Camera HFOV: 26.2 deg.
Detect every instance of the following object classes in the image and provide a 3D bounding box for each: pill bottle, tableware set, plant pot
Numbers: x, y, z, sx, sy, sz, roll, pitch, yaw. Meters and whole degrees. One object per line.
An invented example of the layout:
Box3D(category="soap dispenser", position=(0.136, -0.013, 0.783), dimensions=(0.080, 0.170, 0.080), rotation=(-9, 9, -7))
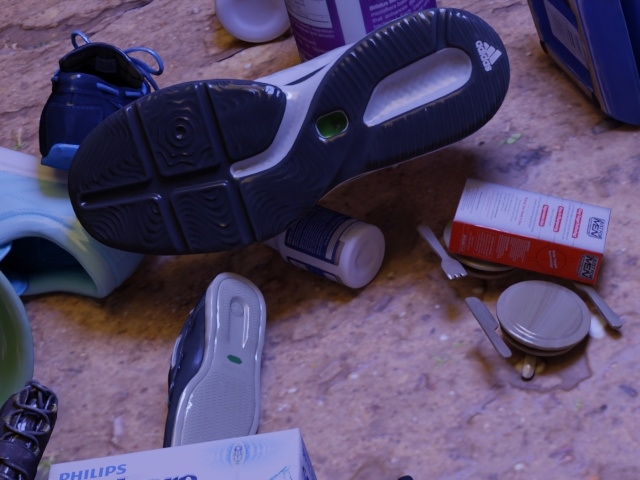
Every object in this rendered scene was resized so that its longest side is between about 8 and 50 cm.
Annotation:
Box3D(category="pill bottle", position=(0.000, 0.000, 1.389), dimensions=(0.120, 0.067, 0.067), rotation=(21, 53, 35))
Box3D(category="tableware set", position=(0.183, 0.044, 1.302), dimensions=(0.128, 0.039, 0.194), rotation=(-13, 45, -19))
Box3D(category="plant pot", position=(0.343, -0.275, 1.463), dimensions=(0.212, 0.236, 0.236), rotation=(-27, 41, -2))
Box3D(category="pill bottle", position=(0.036, -0.303, 1.531), dimensions=(0.169, 0.301, 0.169), rotation=(-9, 42, 8))
Box3D(category="pill bottle", position=(-0.080, -0.344, 1.765), dimensions=(0.103, 0.103, 0.184), rotation=(-9, 41, 9))

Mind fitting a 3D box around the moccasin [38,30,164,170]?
Box3D(category="moccasin", position=(-0.232, -0.164, 1.528), dimensions=(0.138, 0.116, 0.342), rotation=(4, 16, -7))

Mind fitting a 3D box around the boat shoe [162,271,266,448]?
Box3D(category="boat shoe", position=(-0.106, 0.142, 1.279), dimensions=(0.079, 0.084, 0.233), rotation=(-35, 34, 41))

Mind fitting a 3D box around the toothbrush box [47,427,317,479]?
Box3D(category="toothbrush box", position=(-0.105, 0.305, 1.046), dimensions=(0.216, 0.126, 0.295), rotation=(-9, 40, 9))

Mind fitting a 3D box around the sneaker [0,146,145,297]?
Box3D(category="sneaker", position=(-0.357, -0.012, 1.469), dimensions=(0.366, 0.135, 0.150), rotation=(3, 42, 22))

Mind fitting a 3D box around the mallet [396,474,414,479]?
Box3D(category="mallet", position=(0.105, 0.256, 1.103), dimensions=(0.062, 0.039, 0.190), rotation=(-35, 40, -17))

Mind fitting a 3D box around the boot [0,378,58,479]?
Box3D(category="boot", position=(-0.272, 0.211, 1.136), dimensions=(0.091, 0.263, 0.229), rotation=(25, 50, -12))

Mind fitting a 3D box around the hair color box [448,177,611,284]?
Box3D(category="hair color box", position=(0.198, -0.010, 1.299), dimensions=(0.141, 0.043, 0.072), rotation=(13, 42, 10))

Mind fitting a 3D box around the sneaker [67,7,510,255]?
Box3D(category="sneaker", position=(-0.019, -0.101, 1.405), dimensions=(0.448, 0.169, 0.257), rotation=(-18, 1, 9))

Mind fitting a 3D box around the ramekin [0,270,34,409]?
Box3D(category="ramekin", position=(-0.430, 0.102, 1.253), dimensions=(0.303, 0.303, 0.148), rotation=(-32, 36, -17))
